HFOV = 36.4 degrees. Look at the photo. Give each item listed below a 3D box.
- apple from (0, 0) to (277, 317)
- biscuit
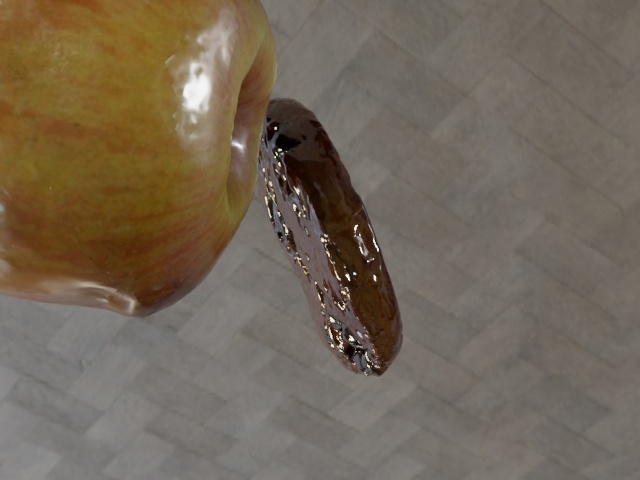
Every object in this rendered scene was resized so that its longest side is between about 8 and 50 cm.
[{"bbox_3d":[-0.121,-0.073,0.482,0.188,0.211,0.211,15,128,2],"label":"apple"},{"bbox_3d":[0.000,0.000,0.614,0.049,0.192,0.192,-24,127,-5],"label":"biscuit"}]
